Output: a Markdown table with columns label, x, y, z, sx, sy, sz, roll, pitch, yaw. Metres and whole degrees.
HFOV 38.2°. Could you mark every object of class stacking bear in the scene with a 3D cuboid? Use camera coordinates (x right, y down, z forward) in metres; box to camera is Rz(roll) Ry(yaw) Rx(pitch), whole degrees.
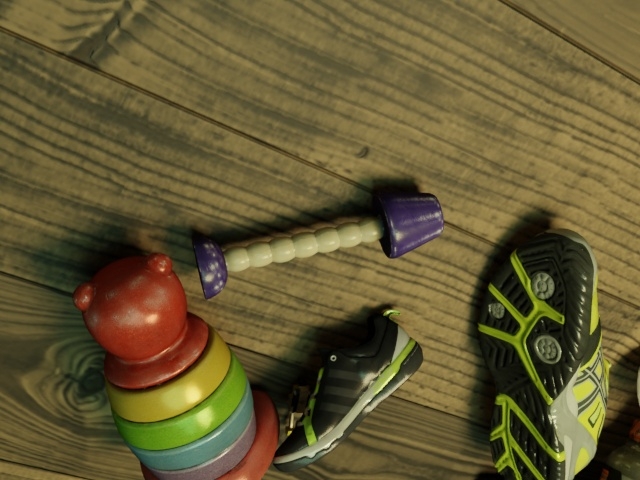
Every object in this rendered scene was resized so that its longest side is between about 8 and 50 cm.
| label | x | y | z | sx | sy | sz | roll | pitch | yaw |
| --- | --- | --- | --- | --- | --- | --- | --- | --- | --- |
| stacking bear | -0.167 | 0.144 | 1.015 | 0.175 | 0.164 | 0.289 | -22 | 120 | -3 |

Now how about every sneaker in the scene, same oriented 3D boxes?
| label | x | y | z | sx | sy | sz | roll | pitch | yaw |
| --- | --- | --- | --- | --- | --- | --- | --- | --- | --- |
| sneaker | 0.299 | 0.149 | 1.187 | 0.147 | 0.145 | 0.384 | -27 | 128 | -37 |
| sneaker | 0.018 | 0.175 | 1.113 | 0.235 | 0.084 | 0.097 | -41 | 91 | -15 |

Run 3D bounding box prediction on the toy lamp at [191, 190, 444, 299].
| label | x | y | z | sx | sy | sz | roll | pitch | yaw |
| --- | --- | --- | --- | --- | --- | --- | --- | --- | --- |
| toy lamp | 0.000 | 0.000 | 1.016 | 0.275 | 0.080 | 0.080 | -14 | 124 | -9 |

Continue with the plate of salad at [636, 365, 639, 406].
| label | x | y | z | sx | sy | sz | roll | pitch | yaw |
| --- | --- | --- | --- | --- | --- | --- | --- | --- | --- |
| plate of salad | 0.523 | 0.215 | 1.242 | 0.200 | 0.199 | 0.048 | -3 | 153 | -15 |

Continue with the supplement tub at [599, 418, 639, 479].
| label | x | y | z | sx | sy | sz | roll | pitch | yaw |
| --- | --- | --- | --- | --- | --- | --- | --- | --- | --- |
| supplement tub | 0.471 | 0.426 | 1.303 | 0.194 | 0.193 | 0.316 | 20 | 88 | -26 |

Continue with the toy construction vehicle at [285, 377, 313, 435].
| label | x | y | z | sx | sy | sz | roll | pitch | yaw |
| --- | --- | --- | --- | --- | --- | --- | --- | --- | --- |
| toy construction vehicle | 0.000 | 0.205 | 1.173 | 0.086 | 0.035 | 0.098 | 1 | 114 | -20 |
